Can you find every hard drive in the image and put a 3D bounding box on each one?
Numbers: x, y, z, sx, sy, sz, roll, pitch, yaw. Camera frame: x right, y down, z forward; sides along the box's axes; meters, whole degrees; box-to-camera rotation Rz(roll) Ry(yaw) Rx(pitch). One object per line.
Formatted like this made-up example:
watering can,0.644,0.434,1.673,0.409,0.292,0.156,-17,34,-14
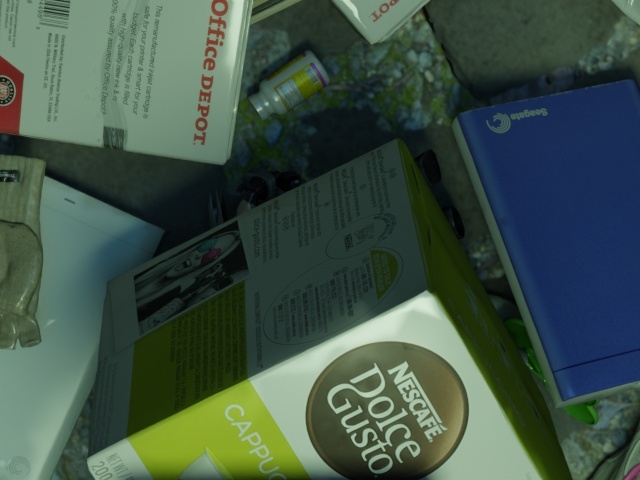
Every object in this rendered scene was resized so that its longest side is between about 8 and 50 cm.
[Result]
hard drive,-0.318,0.086,1.947,0.203,0.040,0.307,25,90,-6
hard drive,0.283,-0.003,1.916,0.210,0.040,0.318,-12,70,-19

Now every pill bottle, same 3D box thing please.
pill bottle,-0.034,-0.160,1.957,0.083,0.043,0.043,-34,96,-2

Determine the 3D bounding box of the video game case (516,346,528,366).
video game case,0.017,0.213,1.943,0.300,0.036,0.329,19,109,-6

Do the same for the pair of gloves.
pair of gloves,-0.391,0.014,1.898,0.240,0.042,0.204,-2,80,12

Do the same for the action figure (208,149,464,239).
action figure,0.000,0.000,1.944,0.285,0.099,0.185,-18,101,11

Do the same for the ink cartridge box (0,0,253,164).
ink cartridge box,-0.207,-0.200,1.865,0.273,0.114,0.197,9,113,-1

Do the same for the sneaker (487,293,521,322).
sneaker,0.136,0.079,1.972,0.161,0.075,0.057,10,93,-6

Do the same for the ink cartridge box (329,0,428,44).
ink cartridge box,0.037,-0.326,1.865,0.154,0.093,0.212,-42,109,2

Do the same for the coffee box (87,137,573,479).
coffee box,0.019,0.170,1.718,0.334,0.338,0.337,-27,113,9

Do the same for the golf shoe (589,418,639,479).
golf shoe,0.382,0.215,1.974,0.115,0.140,0.306,29,89,-5

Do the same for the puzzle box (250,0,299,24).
puzzle box,0.013,-0.412,1.912,0.409,0.052,0.272,-28,111,-3

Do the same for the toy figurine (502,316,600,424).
toy figurine,0.299,0.088,1.976,0.159,0.130,0.173,-46,133,-15

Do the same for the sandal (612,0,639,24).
sandal,0.295,-0.343,1.942,0.416,0.102,0.169,27,96,-25
